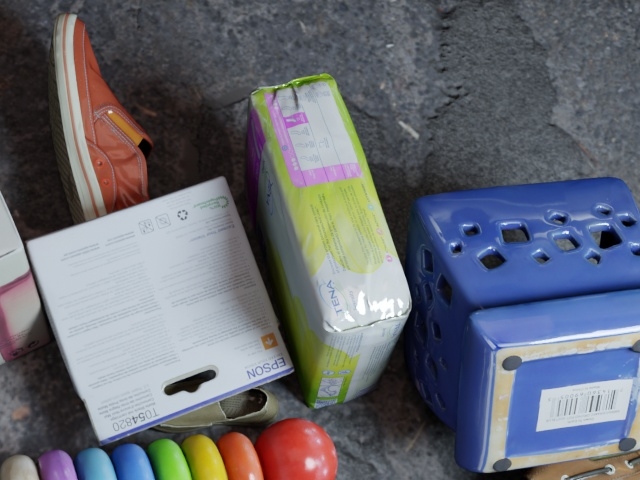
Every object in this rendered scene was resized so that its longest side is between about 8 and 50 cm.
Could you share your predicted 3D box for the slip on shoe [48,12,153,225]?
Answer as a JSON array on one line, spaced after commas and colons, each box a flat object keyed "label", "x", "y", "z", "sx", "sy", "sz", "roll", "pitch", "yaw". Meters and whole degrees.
[{"label": "slip on shoe", "x": -0.245, "y": -0.109, "z": 1.371, "sx": 0.101, "sy": 0.123, "sz": 0.331, "roll": -12, "pitch": 70, "yaw": -19}]

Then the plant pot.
[{"label": "plant pot", "x": 0.220, "y": 0.093, "z": 1.211, "sx": 0.236, "sy": 0.236, "sz": 0.212, "roll": -6, "pitch": 37, "yaw": -8}]

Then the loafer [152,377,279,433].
[{"label": "loafer", "x": -0.117, "y": 0.170, "z": 1.274, "sx": 0.148, "sy": 0.050, "sz": 0.056, "roll": -3, "pitch": 63, "yaw": -8}]

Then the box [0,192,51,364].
[{"label": "box", "x": -0.367, "y": 0.024, "z": 1.218, "sx": 0.127, "sy": 0.232, "sz": 0.148, "roll": -23, "pitch": 68, "yaw": -16}]

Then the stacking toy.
[{"label": "stacking toy", "x": -0.139, "y": 0.249, "z": 1.191, "sx": 0.330, "sy": 0.141, "sz": 0.141, "roll": -10, "pitch": 64, "yaw": -16}]

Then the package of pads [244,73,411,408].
[{"label": "package of pads", "x": 0.000, "y": 0.000, "z": 1.275, "sx": 0.101, "sy": 0.229, "sz": 0.296, "roll": -13, "pitch": 65, "yaw": -12}]

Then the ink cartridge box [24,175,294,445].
[{"label": "ink cartridge box", "x": -0.167, "y": 0.071, "z": 1.260, "sx": 0.223, "sy": 0.045, "sz": 0.224, "roll": -19, "pitch": 87, "yaw": -15}]

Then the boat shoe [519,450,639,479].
[{"label": "boat shoe", "x": 0.240, "y": 0.271, "z": 1.238, "sx": 0.307, "sy": 0.110, "sz": 0.104, "roll": -2, "pitch": 59, "yaw": -18}]
